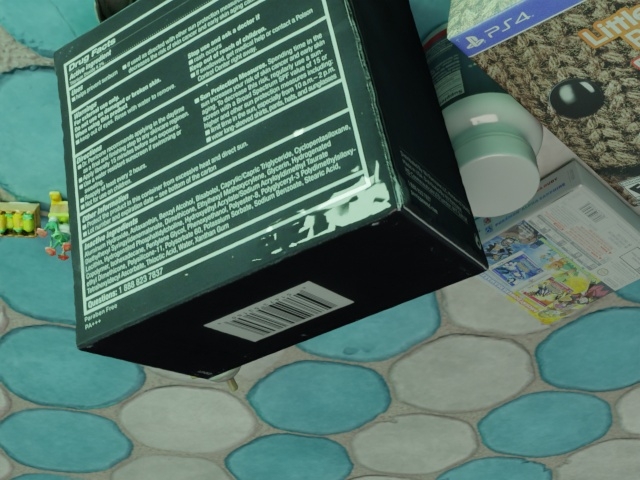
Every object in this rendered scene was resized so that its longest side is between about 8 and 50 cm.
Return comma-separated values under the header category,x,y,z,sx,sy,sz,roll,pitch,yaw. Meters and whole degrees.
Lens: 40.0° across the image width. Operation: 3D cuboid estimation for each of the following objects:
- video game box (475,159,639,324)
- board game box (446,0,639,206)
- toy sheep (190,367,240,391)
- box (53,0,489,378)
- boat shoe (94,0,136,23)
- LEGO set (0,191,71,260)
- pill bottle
category,x,y,z,sx,sy,sz,roll,pitch,yaw
video game box,0.293,0.011,1.075,0.205,0.048,0.187,32,127,-33
board game box,0.291,-0.183,0.730,0.291,0.141,0.232,32,145,-32
toy sheep,-0.145,0.147,1.183,0.091,0.091,0.132,-21,111,20
box,-0.052,-0.074,0.750,0.296,0.293,0.183,-23,154,23
boat shoe,-0.179,-0.238,0.768,0.046,0.038,0.125,9,138,-13
LEGO set,-0.234,0.024,1.020,0.287,0.107,0.132,24,133,-28
pill bottle,0.148,-0.114,0.819,0.108,0.180,0.108,-1,140,-1
